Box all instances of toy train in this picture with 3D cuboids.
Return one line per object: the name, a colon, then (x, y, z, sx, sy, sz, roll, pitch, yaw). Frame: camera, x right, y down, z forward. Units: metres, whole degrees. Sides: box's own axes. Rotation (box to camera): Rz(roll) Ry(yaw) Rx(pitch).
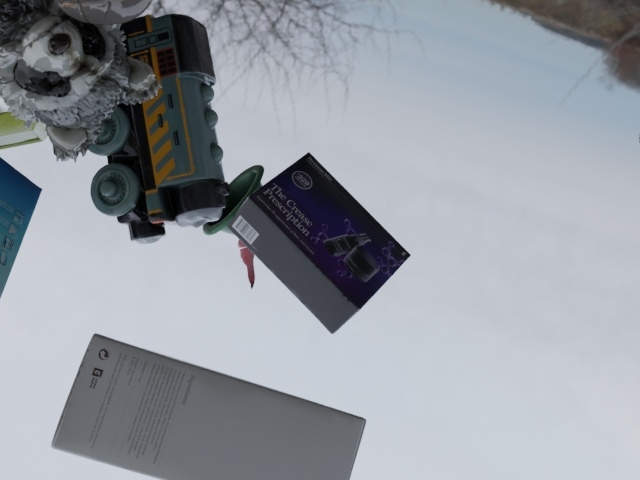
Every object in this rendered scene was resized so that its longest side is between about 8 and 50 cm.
toy train: (-0.237, -0.167, 1.149, 0.190, 0.334, 0.142, -11, 174, 16)

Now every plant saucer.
plant saucer: (-0.704, -0.244, 1.787, 0.188, 0.045, 0.188, -14, 178, -9)

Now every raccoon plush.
raccoon plush: (-0.364, -0.286, 1.071, 0.299, 0.216, 0.446, 47, -172, -19)

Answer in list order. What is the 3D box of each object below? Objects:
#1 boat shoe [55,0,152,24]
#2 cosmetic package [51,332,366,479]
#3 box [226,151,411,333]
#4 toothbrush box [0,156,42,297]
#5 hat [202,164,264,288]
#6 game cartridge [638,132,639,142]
boat shoe: (-0.207, -0.369, 0.780, 0.132, 0.355, 0.130, 6, -123, -14)
cosmetic package: (-0.147, 0.253, 1.065, 0.366, 0.155, 0.197, 20, 165, -6)
box: (0.000, 0.000, 1.374, 0.261, 0.103, 0.184, 45, -136, 3)
toothbrush box: (-0.527, 0.002, 1.044, 0.126, 0.295, 0.216, -9, 146, 27)
hat: (-0.117, -0.027, 1.585, 0.183, 0.173, 0.208, 40, 158, -21)
game cartridge: (0.542, -0.193, 1.272, 0.017, 0.083, 0.056, 5, -167, -20)
